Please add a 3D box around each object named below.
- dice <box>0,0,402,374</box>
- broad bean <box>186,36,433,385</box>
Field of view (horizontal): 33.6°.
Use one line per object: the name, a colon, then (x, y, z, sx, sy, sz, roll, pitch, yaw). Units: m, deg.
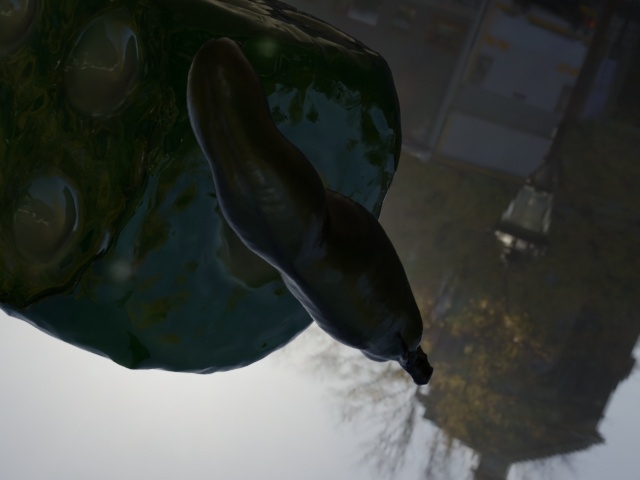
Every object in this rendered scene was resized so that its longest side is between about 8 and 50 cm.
dice: (-0.135, -0.078, 0.885, 0.300, 0.297, 0.287, 34, -164, 33)
broad bean: (0.000, 0.000, 0.490, 0.048, 0.214, 0.070, -14, -140, 23)
